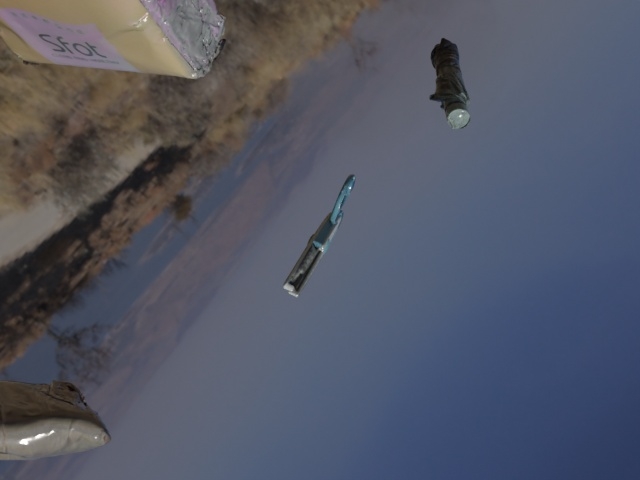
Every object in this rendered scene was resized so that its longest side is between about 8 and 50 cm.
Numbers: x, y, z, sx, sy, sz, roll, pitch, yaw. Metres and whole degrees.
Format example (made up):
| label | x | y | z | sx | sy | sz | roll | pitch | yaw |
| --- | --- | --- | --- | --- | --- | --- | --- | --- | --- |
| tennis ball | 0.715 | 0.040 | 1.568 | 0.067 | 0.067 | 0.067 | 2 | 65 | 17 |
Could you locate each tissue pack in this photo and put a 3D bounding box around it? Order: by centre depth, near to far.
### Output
| label | x | y | z | sx | sy | sz | roll | pitch | yaw |
| --- | --- | --- | --- | --- | --- | --- | --- | --- | --- |
| tissue pack | -0.250 | -0.266 | 0.828 | 0.123 | 0.256 | 0.215 | -67 | 152 | -20 |

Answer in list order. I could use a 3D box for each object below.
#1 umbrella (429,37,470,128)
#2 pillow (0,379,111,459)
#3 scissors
| label | x | y | z | sx | sy | sz | roll | pitch | yaw |
| --- | --- | --- | --- | --- | --- | --- | --- | --- | --- |
| umbrella | 0.179 | -0.217 | 1.141 | 0.050 | 0.046 | 0.188 | -22 | -141 | 19 |
| pillow | -0.347 | 0.203 | 0.936 | 0.270 | 0.173 | 0.067 | 179 | -89 | -67 |
| scissors | 0.000 | 0.000 | 0.533 | 0.119 | 0.014 | 0.058 | -59 | 170 | -56 |
